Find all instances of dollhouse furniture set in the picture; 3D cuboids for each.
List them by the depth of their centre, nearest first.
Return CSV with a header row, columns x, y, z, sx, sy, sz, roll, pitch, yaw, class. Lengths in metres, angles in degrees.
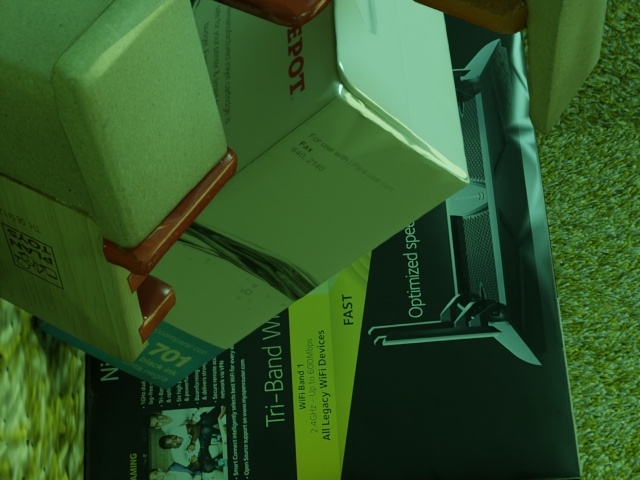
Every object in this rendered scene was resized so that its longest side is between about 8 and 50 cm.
x,y,z,sx,sy,sz,roll,pitch,yaw,class
-0.030,-0.101,0.482,0.259,0.262,0.135,-53,156,-30,dollhouse furniture set

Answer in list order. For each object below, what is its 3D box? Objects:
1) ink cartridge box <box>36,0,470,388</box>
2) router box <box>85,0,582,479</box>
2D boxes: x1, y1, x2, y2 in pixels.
x,y,z,sx,sy,sz,roll,pitch,yaw,class
-0.035,-0.042,0.614,0.082,0.190,0.140,33,37,-33,ink cartridge box
0.000,0.000,0.753,0.081,0.243,0.309,80,7,-66,router box
